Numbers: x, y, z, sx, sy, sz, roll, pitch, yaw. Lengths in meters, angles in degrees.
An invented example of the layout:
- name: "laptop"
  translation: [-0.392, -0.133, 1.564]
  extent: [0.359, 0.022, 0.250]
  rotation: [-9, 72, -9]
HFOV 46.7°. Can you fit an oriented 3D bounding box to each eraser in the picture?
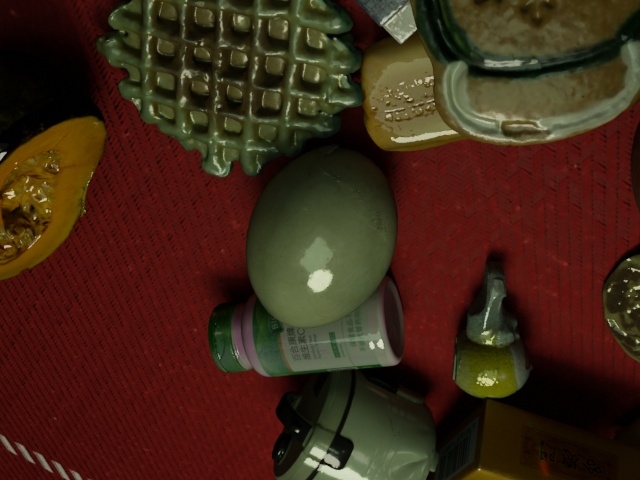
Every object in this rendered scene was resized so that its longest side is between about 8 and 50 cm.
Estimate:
- name: "eraser"
  translation: [0.028, -0.306, 0.769]
  extent: [0.212, 0.091, 0.046]
  rotation: [40, 123, -20]

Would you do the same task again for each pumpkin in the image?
- name: "pumpkin"
  translation: [-0.413, -0.124, 0.958]
  extent: [0.232, 0.242, 0.325]
  rotation: [49, 132, 11]

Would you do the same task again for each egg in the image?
- name: "egg"
  translation: [0.000, 0.000, 0.944]
  extent: [0.187, 0.186, 0.253]
  rotation: [17, 113, -1]

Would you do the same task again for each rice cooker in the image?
- name: "rice cooker"
  translation: [0.045, 0.308, 1.163]
  extent: [0.244, 0.226, 0.226]
  rotation: [24, 128, -8]

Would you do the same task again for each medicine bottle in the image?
- name: "medicine bottle"
  translation: [-0.023, 0.130, 1.087]
  extent: [0.274, 0.133, 0.133]
  rotation: [-9, 124, 19]

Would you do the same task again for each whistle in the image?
- name: "whistle"
  translation: [0.250, 0.136, 1.054]
  extent: [0.123, 0.123, 0.222]
  rotation: [5, 112, 9]

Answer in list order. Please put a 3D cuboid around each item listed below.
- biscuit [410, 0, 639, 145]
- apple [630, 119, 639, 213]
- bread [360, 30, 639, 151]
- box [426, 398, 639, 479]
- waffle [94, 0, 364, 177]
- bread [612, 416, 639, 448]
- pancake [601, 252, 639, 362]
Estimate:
- name: "biscuit"
  translation: [0.225, -0.265, 0.700]
  extent: [0.288, 0.057, 0.343]
  rotation: [-6, 104, 10]
- name: "apple"
  translation: [0.485, -0.061, 0.723]
  extent: [0.345, 0.344, 0.269]
  rotation: [4, 149, 9]
- name: "bread"
  translation: [0.194, -0.188, 0.821]
  extent: [0.305, 0.091, 0.141]
  rotation: [-8, 109, 18]
- name: "box"
  translation: [0.293, 0.409, 1.177]
  extent: [0.265, 0.115, 0.415]
  rotation: [18, 144, -5]
- name: "waffle"
  translation: [-0.104, -0.217, 0.887]
  extent: [0.309, 0.056, 0.292]
  rotation: [-31, 115, 31]
- name: "bread"
  translation: [0.536, 0.319, 1.110]
  extent: [0.169, 0.140, 0.160]
  rotation: [40, 119, -18]
- name: "pancake"
  translation: [0.507, 0.096, 0.997]
  extent: [0.250, 0.031, 0.250]
  rotation: [9, 132, 10]
